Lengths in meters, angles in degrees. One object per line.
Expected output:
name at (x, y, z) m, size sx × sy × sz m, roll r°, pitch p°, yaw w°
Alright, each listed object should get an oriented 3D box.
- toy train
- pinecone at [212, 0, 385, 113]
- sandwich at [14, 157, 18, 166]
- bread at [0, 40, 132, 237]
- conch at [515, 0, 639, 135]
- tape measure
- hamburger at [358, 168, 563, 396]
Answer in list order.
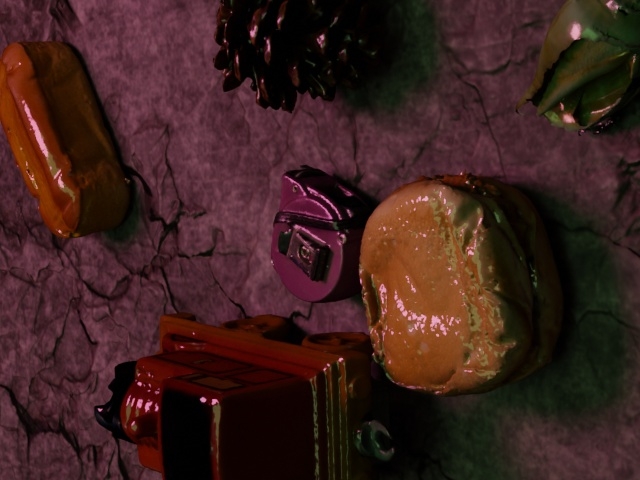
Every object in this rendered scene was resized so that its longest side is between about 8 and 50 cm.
toy train at (-0.073, 0.172, 1.816) m, size 0.369 × 0.231 × 0.163 m, roll 9°, pitch 101°, yaw 52°
pinecone at (-0.021, -0.199, 1.781) m, size 0.173 × 0.173 × 0.174 m, roll 9°, pitch 103°, yaw 45°
sandwich at (-0.340, -0.110, 2.207) m, size 0.101 × 0.026 × 0.069 m, roll 40°, pitch 127°, yaw 38°
bread at (-0.305, -0.118, 2.123) m, size 0.102 × 0.094 × 0.246 m, roll -39°, pitch 69°, yaw 48°
conch at (0.236, -0.158, 1.571) m, size 0.095 × 0.079 × 0.201 m, roll 41°, pitch 142°, yaw 19°
tape measure at (0.000, 0.000, 1.836) m, size 0.125 × 0.074 × 0.118 m, roll 31°, pitch 118°, yaw 41°
hamburger at (0.124, 0.039, 1.690) m, size 0.213 × 0.108 × 0.214 m, roll 8°, pitch 101°, yaw 46°
